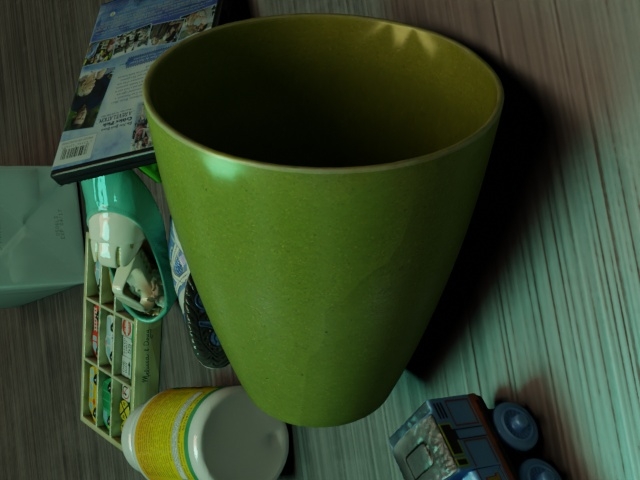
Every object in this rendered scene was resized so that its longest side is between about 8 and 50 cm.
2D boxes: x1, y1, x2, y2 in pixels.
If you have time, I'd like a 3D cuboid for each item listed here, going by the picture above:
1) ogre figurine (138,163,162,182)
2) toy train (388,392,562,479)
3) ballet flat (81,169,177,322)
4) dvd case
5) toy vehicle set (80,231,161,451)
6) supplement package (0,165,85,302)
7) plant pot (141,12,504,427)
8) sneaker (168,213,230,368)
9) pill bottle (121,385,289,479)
[{"bbox_3d":[-0.139,-0.108,1.203,0.197,0.097,0.118,30,82,39],"label":"ogre figurine"},{"bbox_3d":[0.131,0.201,0.852,0.080,0.105,0.184,-54,50,42],"label":"toy train"},{"bbox_3d":[-0.215,0.012,1.269,0.247,0.083,0.087,74,-156,-50],"label":"ballet flat"},{"bbox_3d":[-0.185,-0.180,1.201,0.180,0.022,0.253,-10,53,25],"label":"dvd case"},{"bbox_3d":[-0.264,0.132,1.476,0.166,0.035,0.267,15,104,54],"label":"toy vehicle set"},{"bbox_3d":[-0.493,0.004,1.677,0.293,0.175,0.178,-18,78,54],"label":"supplement package"},{"bbox_3d":[0.000,0.000,0.932,0.275,0.274,0.294,43,142,45],"label":"plant pot"},{"bbox_3d":[-0.125,0.040,1.252,0.081,0.080,0.211,137,127,-68],"label":"sneaker"},{"bbox_3d":[-0.135,0.218,1.227,0.208,0.117,0.118,-13,81,55],"label":"pill bottle"}]
